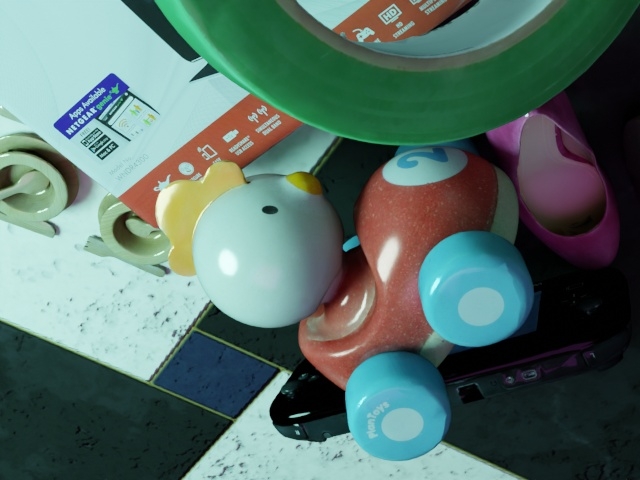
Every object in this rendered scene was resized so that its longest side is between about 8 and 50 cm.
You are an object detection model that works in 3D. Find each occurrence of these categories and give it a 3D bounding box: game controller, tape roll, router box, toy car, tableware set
[{"bbox_3d":[0.111,0.096,0.830,0.319,0.166,0.067,-18,110,20],"label":"game controller"},{"bbox_3d":[0.049,-0.216,0.516,0.321,0.077,0.322,-6,108,-20],"label":"tape roll"},{"bbox_3d":[-0.105,-0.199,0.644,0.335,0.082,0.301,-33,121,29],"label":"router box"},{"bbox_3d":[0.000,0.000,0.696,0.237,0.219,0.210,22,116,-14],"label":"toy car"},{"bbox_3d":[-0.206,-0.028,0.829,0.194,0.039,0.128,22,129,-13],"label":"tableware set"}]

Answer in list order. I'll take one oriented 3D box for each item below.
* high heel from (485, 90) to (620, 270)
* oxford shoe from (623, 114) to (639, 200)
[{"bbox_3d":[0.187,-0.041,0.729,0.082,0.117,0.244,-22,124,11],"label":"high heel"},{"bbox_3d":[0.314,-0.033,0.774,0.076,0.076,0.212,-42,118,-1],"label":"oxford shoe"}]
